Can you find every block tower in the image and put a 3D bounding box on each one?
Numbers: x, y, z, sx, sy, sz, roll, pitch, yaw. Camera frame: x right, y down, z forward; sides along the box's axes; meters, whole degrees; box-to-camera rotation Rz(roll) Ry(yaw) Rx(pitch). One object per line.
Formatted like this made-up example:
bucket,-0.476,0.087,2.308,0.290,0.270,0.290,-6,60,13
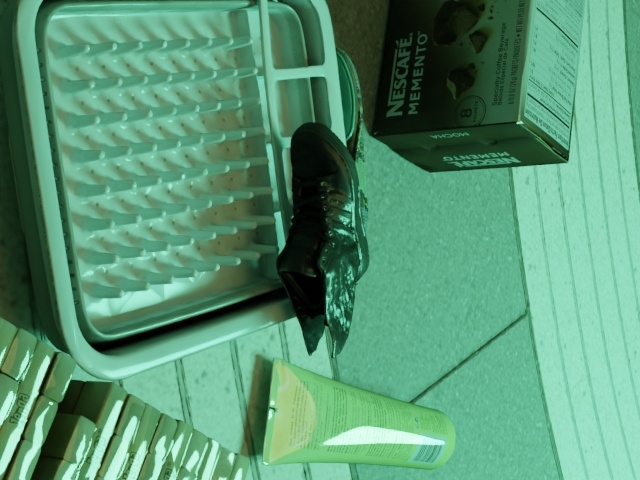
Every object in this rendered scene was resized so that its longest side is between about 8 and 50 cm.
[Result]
block tower,-0.188,0.123,0.728,0.335,0.091,0.097,43,55,-43

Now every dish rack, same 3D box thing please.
dish rack,-0.103,-0.064,0.863,0.333,0.072,0.285,-16,102,-52

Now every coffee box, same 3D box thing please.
coffee box,0.168,-0.229,1.151,0.119,0.168,0.297,24,71,-50

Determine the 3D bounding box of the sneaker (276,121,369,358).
sneaker,-0.002,0.000,0.894,0.089,0.051,0.170,-45,127,-48

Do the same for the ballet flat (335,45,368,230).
ballet flat,0.011,-0.082,1.036,0.070,0.070,0.188,-4,94,-53

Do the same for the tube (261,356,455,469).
tube,0.033,0.171,1.054,0.240,0.062,0.070,18,30,-46
